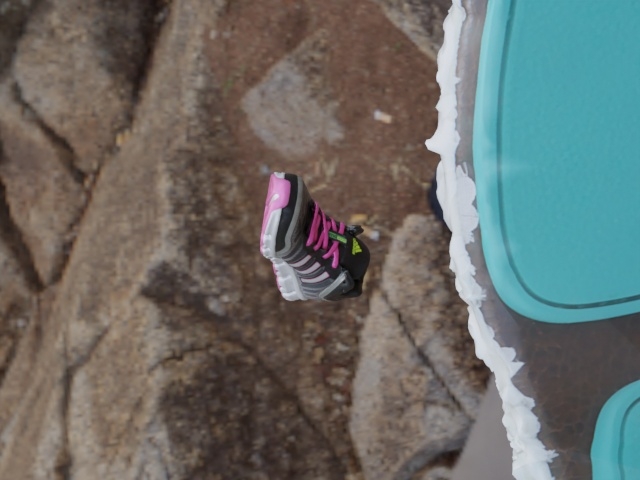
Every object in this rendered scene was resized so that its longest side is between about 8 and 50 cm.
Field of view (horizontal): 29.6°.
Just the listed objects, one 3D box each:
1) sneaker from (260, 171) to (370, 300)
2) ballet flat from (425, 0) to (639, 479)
[{"bbox_3d":[0.000,0.000,0.924,0.074,0.170,0.063,5,63,11],"label":"sneaker"},{"bbox_3d":[0.113,0.035,0.493,0.147,0.147,0.409,-2,97,42],"label":"ballet flat"}]
